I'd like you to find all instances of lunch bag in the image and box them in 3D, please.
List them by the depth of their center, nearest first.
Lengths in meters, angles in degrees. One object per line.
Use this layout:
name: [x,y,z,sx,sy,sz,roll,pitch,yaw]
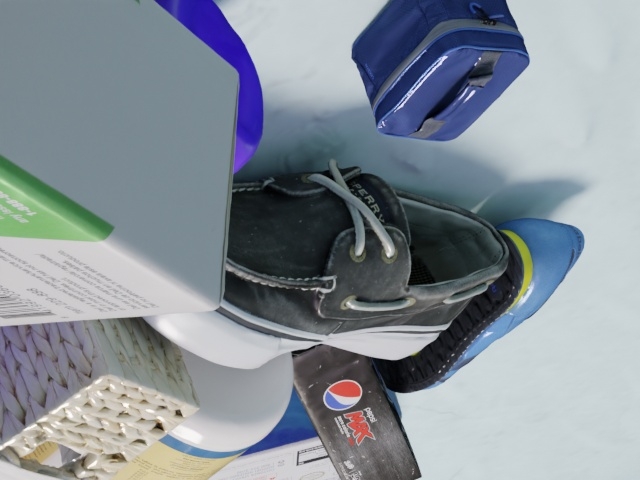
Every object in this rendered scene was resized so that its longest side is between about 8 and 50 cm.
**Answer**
lunch bag: [0.070,-0.100,1.068,0.067,0.065,0.098,1,149,-34]

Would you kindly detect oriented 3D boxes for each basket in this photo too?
basket: [-0.156,0.048,1.104,0.103,0.167,0.113,-34,151,16]

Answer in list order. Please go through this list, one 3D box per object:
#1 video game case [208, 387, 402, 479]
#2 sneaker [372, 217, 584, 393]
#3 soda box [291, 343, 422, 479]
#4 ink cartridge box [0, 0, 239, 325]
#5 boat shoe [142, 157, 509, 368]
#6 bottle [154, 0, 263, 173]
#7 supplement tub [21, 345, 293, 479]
video game case: [-0.077,0.200,1.556,0.269,0.061,0.244,-13,152,-10]
sneaker: [0.113,0.049,1.383,0.082,0.069,0.209,-13,159,-39]
soda box: [0.019,0.114,1.392,0.060,0.053,0.169,-24,131,1]
ink cartridge box: [-0.212,-0.043,0.837,0.289,0.121,0.211,-5,159,24]
boat shoe: [0.000,0.000,1.188,0.119,0.121,0.335,-41,158,24]
bottle: [-0.166,-0.027,0.998,0.283,0.118,0.092,-28,117,16]
supplement tub: [-0.128,0.108,1.253,0.144,0.144,0.199,8,144,-42]
